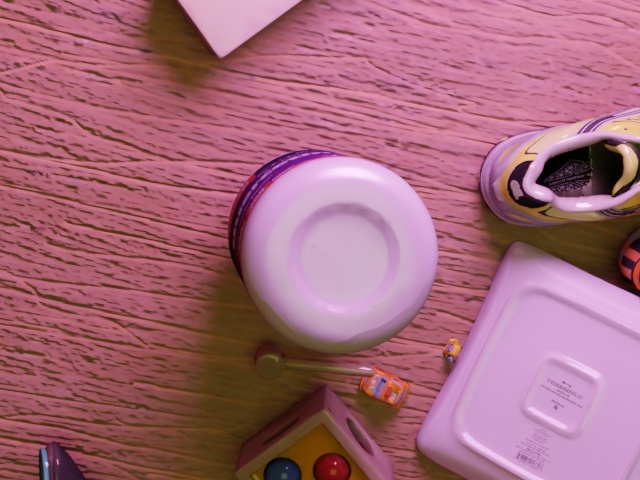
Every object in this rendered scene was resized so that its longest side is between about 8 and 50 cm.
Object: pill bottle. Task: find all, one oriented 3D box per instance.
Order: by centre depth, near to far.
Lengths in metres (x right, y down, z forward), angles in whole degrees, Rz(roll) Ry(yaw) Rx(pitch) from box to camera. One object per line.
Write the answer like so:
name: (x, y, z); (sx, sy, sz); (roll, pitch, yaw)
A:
pill bottle: (0.000, 0.000, 1.265); (0.182, 0.323, 0.181); (-1, 96, -8)

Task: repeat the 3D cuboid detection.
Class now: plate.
plate: (0.271, 0.173, 1.389); (0.277, 0.045, 0.278); (27, 93, 24)

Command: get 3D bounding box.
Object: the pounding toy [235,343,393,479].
pounding toy: (-0.008, 0.211, 1.385); (0.181, 0.094, 0.206); (-37, 100, 10)

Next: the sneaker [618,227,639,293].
sneaker: (0.503, 0.036, 1.383); (0.321, 0.180, 0.124); (-8, 100, 5)

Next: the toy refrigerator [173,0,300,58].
toy refrigerator: (-0.034, -0.317, 1.347); (0.269, 0.094, 0.102); (-37, 106, -2)

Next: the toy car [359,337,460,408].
toy car: (0.103, 0.145, 1.437); (0.122, 0.040, 0.060); (-45, 100, -1)

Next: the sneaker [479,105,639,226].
sneaker: (0.375, -0.084, 1.383); (0.385, 0.147, 0.145); (-16, 97, 0)

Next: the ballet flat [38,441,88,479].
ballet flat: (-0.270, 0.353, 1.390); (0.096, 0.095, 0.280); (1, 106, -18)
